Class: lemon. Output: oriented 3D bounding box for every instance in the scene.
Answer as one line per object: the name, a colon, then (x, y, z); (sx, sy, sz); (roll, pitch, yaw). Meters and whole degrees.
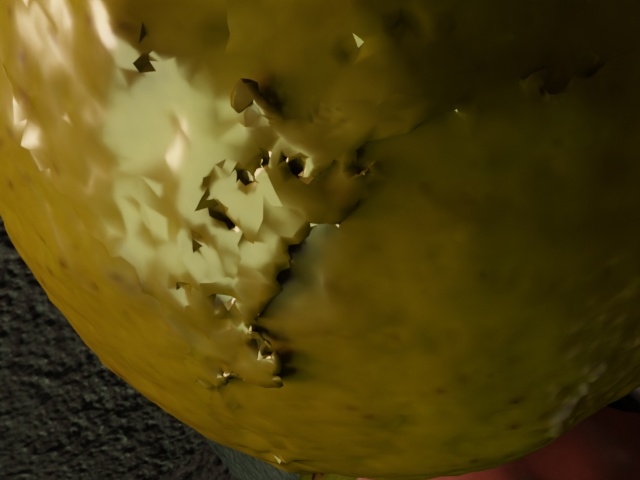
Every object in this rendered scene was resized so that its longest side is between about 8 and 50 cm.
lemon: (0.019, -0.060, 0.439); (0.253, 0.253, 0.310); (50, 160, 26)

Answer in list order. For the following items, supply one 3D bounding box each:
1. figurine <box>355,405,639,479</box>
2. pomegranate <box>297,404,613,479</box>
figurine: (0.120, 0.159, 0.628); (0.387, 0.207, 0.166); (34, 179, 4)
pomegranate: (0.086, 0.211, 0.785); (0.301, 0.236, 0.236); (-82, -24, -46)
